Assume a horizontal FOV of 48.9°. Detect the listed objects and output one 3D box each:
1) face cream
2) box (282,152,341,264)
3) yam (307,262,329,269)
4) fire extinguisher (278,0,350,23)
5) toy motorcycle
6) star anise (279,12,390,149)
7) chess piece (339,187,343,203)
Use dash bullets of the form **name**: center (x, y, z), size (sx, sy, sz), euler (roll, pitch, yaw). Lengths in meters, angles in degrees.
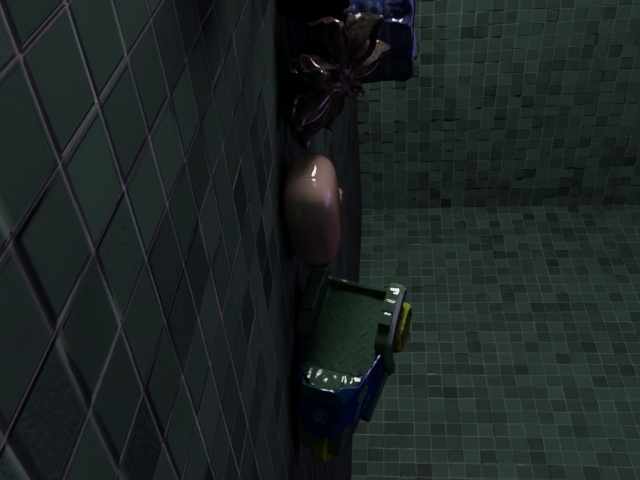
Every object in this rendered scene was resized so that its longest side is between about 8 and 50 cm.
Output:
- **face cream**: center (0.064, -0.414, 1.293), size (0.249, 0.225, 0.249), euler (-2, 90, -84)
- **box**: center (-0.012, -0.049, 1.158), size (0.200, 0.088, 0.146), euler (79, 13, -54)
- **yam**: center (0.000, 0.000, 1.443), size (0.132, 0.054, 0.054), euler (-84, 171, -49)
- **fire extinguisher**: center (-0.001, -0.524, 1.128), size (0.114, 0.135, 0.337), euler (-18, -111, 59)
- **toy motorcycle**: center (0.034, 0.216, 1.234), size (0.200, 0.191, 0.326), euler (69, 35, -64)
- **star anise**: center (0.008, -0.273, 1.136), size (0.223, 0.109, 0.236), euler (-32, 157, -47)
- **chess piece**: center (0.021, -0.048, 1.652), size (0.060, 0.060, 0.172), euler (82, 12, -52)
